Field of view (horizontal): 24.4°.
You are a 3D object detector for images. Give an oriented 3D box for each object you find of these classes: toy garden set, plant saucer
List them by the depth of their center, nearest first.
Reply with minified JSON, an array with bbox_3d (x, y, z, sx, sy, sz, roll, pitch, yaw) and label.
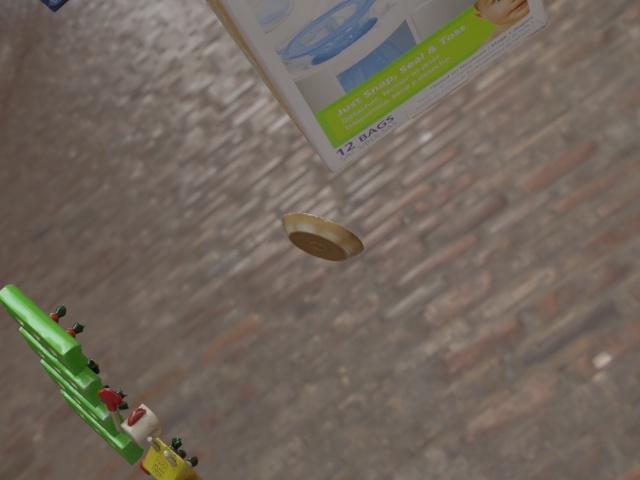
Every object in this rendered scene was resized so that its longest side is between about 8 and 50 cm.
[{"bbox_3d":[0.000,0.000,1.409,0.083,0.083,0.015,-9,54,54],"label":"plant saucer"},{"bbox_3d":[-0.210,0.157,1.500,0.203,0.244,0.049,37,70,29],"label":"toy garden set"}]

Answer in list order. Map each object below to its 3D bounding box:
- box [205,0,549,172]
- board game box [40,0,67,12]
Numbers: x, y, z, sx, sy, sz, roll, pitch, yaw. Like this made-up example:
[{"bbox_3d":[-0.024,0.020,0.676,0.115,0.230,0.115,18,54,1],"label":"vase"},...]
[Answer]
[{"bbox_3d":[-0.003,-0.130,0.532,0.114,0.203,0.103,-35,64,0],"label":"box"},{"bbox_3d":[-0.212,-0.334,1.386,0.194,0.060,0.194,-39,38,9],"label":"board game box"}]
